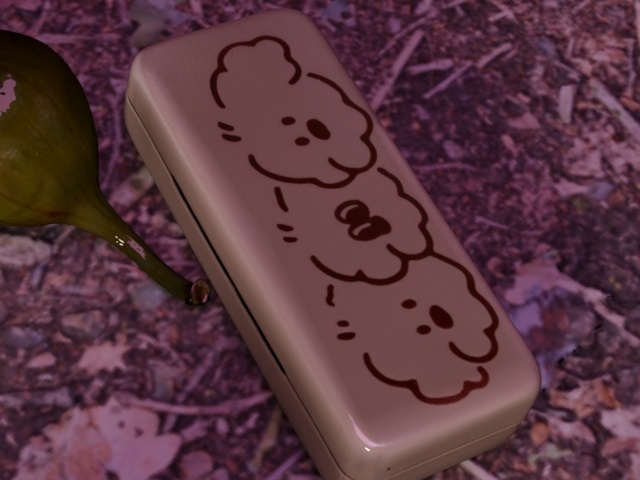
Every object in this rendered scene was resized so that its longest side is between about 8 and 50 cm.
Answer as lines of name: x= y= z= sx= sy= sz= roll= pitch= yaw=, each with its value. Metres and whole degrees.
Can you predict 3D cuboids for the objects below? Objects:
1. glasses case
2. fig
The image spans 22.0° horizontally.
glasses case: x=0.000 y=0.000 z=1.075 sx=0.144 sy=0.076 sz=0.336 roll=-20 pitch=63 yaw=-24
fig: x=-0.165 y=-0.038 z=1.086 sx=0.236 sy=0.124 sz=0.124 roll=39 pitch=60 yaw=-9
